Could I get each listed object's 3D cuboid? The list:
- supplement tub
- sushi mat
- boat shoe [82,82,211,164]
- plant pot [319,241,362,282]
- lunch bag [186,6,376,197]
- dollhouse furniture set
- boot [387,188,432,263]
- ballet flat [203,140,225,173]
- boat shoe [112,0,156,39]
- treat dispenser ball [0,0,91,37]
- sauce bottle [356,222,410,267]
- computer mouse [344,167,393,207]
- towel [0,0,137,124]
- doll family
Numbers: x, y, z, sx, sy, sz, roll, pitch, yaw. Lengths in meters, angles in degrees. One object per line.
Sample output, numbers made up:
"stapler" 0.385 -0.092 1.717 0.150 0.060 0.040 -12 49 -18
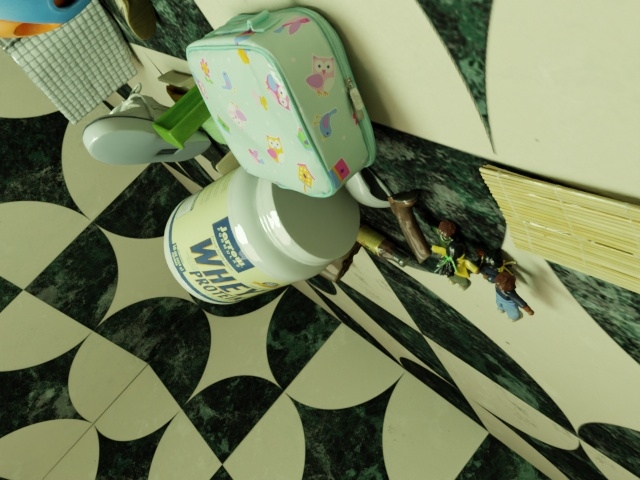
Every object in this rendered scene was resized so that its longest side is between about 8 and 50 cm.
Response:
"supplement tub" -0.112 -0.022 0.962 0.325 0.235 0.235 -21 121 43
"sushi mat" 0.301 0.013 0.490 0.316 0.019 0.151 28 162 49
"boat shoe" -0.389 -0.266 1.151 0.156 0.136 0.367 60 -155 4
"plant pot" 0.000 0.000 1.173 0.165 0.167 0.167 31 167 11
"lunch bag" -0.055 -0.184 0.682 0.279 0.108 0.224 25 145 50
"dollhouse furniture set" -0.265 -0.239 1.133 0.301 0.151 0.197 30 164 48
"boot" 0.143 -0.018 0.784 0.106 0.037 0.114 -118 4 -84
"ballet flat" -0.309 -0.254 1.553 0.173 0.057 0.049 57 -158 -52
"boat shoe" -0.338 -0.427 0.922 0.049 0.056 0.152 42 161 25
"treat dispenser ball" -0.400 -0.395 0.621 0.288 0.288 0.288 40 169 9
"sauce bottle" 0.122 0.011 1.056 0.128 0.042 0.042 37 168 31
"computer mouse" 0.045 -0.111 0.840 0.193 0.042 0.106 45 168 -17
"towel" -0.583 -0.442 1.232 0.121 0.235 0.283 43 169 11
"doll family" 0.226 0.041 0.748 0.193 0.076 0.111 29 160 33
